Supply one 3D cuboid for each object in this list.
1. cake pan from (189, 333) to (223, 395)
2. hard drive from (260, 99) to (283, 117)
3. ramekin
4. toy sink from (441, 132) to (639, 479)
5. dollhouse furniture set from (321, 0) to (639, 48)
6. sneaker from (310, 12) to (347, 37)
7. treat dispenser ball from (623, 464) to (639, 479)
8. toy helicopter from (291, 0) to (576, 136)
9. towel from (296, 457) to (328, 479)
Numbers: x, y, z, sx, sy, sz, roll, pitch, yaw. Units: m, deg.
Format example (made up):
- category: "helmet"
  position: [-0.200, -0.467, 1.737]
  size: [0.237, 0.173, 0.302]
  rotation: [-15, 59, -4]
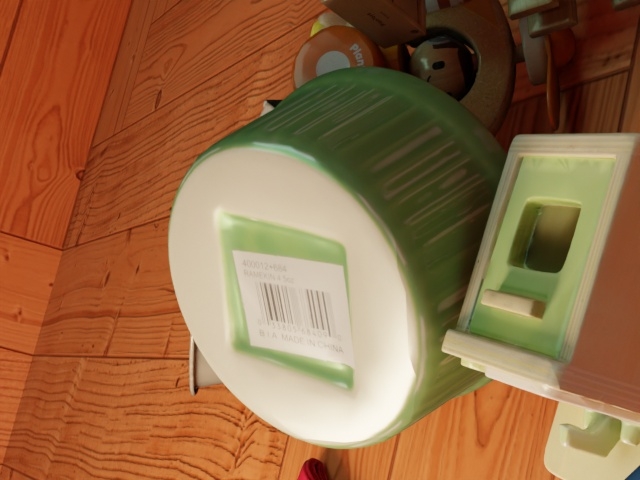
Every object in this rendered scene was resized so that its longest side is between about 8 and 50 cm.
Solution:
- category: "cake pan"
  position: [-0.119, 0.048, 1.489]
  size: [0.293, 0.054, 0.293]
  rotation: [-174, 90, -89]
- category: "hard drive"
  position: [0.000, 0.000, 1.273]
  size: [0.339, 0.064, 0.237]
  rotation: [-132, 45, -63]
- category: "ramekin"
  position: [0.016, 0.022, 0.991]
  size: [0.303, 0.148, 0.304]
  rotation: [19, 123, 33]
- category: "toy sink"
  position: [0.183, 0.053, 0.828]
  size: [0.153, 0.131, 0.234]
  rotation: [13, 86, 68]
- category: "dollhouse furniture set"
  position: [0.125, -0.275, 0.955]
  size: [0.242, 0.212, 0.161]
  rotation: [-13, 67, 32]
- category: "sneaker"
  position: [0.014, -0.164, 1.426]
  size: [0.126, 0.091, 0.240]
  rotation: [-55, 29, 36]
- category: "treat dispenser ball"
  position: [0.218, 0.194, 0.443]
  size: [0.288, 0.288, 0.288]
  rotation: [-47, 33, 44]
- category: "toy helicopter"
  position: [0.140, -0.228, 1.090]
  size: [0.234, 0.140, 0.355]
  rotation: [17, 85, 24]
- category: "towel"
  position: [-0.039, 0.380, 1.218]
  size: [0.275, 0.031, 0.199]
  rotation: [-65, 23, 17]
